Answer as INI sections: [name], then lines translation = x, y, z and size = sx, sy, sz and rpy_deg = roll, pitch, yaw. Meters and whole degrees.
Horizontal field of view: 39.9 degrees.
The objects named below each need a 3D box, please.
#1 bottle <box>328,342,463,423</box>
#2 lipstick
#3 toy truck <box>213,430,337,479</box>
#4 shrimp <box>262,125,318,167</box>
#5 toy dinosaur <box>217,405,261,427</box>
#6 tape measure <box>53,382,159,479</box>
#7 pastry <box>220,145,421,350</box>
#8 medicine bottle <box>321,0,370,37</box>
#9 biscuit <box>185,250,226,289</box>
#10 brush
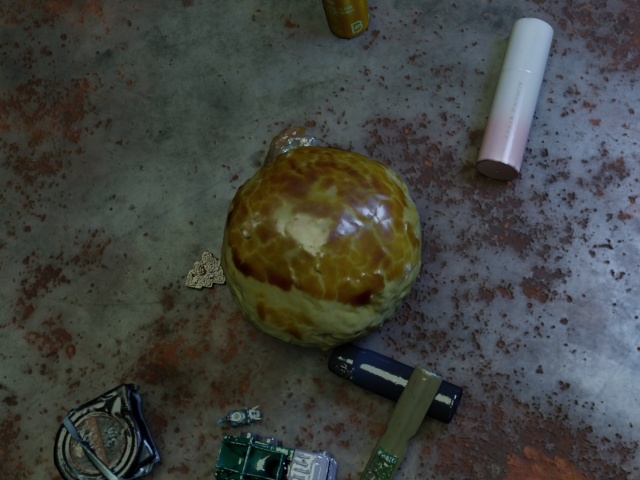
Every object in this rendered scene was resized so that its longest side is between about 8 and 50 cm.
[bottle]
translation = 0.133, 0.257, 1.611
size = 0.244, 0.072, 0.082
rpy_deg = 21, 34, 18
[lipstick]
translation = 0.390, -0.284, 1.764
size = 0.087, 0.087, 0.326
rpy_deg = 13, 73, 14
[toy truck]
translation = -0.086, 0.405, 1.572
size = 0.216, 0.116, 0.110
rpy_deg = 10, 71, 13
[shrimp]
translation = -0.073, -0.154, 1.823
size = 0.101, 0.042, 0.190
rpy_deg = 25, 74, 10
[toy dinosaur]
translation = -0.151, 0.331, 1.648
size = 0.083, 0.047, 0.030
rpy_deg = -13, 69, 3
[tape measure]
translation = -0.400, 0.382, 1.642
size = 0.181, 0.107, 0.182
rpy_deg = -21, 67, -2
[pastry]
translation = 0.000, 0.000, 1.601
size = 0.389, 0.312, 0.388
rpy_deg = -4, 66, 9
[medicine bottle]
translation = 0.048, -0.516, 1.855
size = 0.096, 0.192, 0.096
rpy_deg = -3, 70, 8
[biscuit]
translation = -0.232, 0.069, 1.779
size = 0.092, 0.016, 0.082
rpy_deg = -36, 73, -3
[brush]
translation = 0.129, 0.354, 1.549
size = 0.054, 0.048, 0.282
rpy_deg = 27, 94, 13
